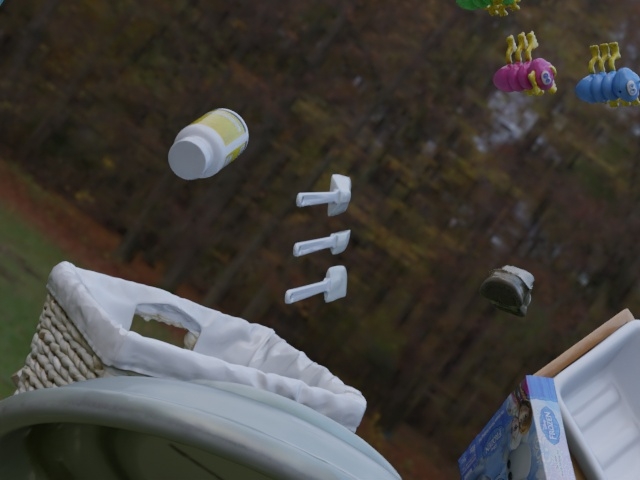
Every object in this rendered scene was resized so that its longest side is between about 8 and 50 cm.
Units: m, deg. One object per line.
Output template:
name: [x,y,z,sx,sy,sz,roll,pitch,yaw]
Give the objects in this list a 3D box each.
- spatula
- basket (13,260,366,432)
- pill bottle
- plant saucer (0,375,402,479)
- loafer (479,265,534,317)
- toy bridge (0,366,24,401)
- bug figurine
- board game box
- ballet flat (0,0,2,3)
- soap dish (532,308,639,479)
spatula: [0.000,0.000,1.836,0.019,0.168,0.242,9,6,18]
basket: [-0.181,0.222,1.709,0.328,0.266,0.331,19,4,-26]
pill bottle: [-0.133,-0.110,1.667,0.065,0.065,0.116,36,26,3]
plant saucer: [-0.049,0.198,1.006,0.400,0.100,0.400,17,-35,12]
loafer: [0.225,0.053,1.710,0.056,0.050,0.148,17,-10,13]
toy bridge: [-0.395,0.203,1.944,0.063,0.188,0.026,61,33,-10]
bug figurine: [0.274,-0.262,1.734,0.216,0.072,0.279,-7,-62,47]
board game box: [0.105,0.134,0.763,0.020,0.090,0.090,8,48,-19]
ballet flat: [-0.242,-0.217,1.037,0.079,0.221,0.077,42,-9,-38]
soap dish: [0.393,0.268,1.886,0.291,0.229,0.118,60,-34,0]
